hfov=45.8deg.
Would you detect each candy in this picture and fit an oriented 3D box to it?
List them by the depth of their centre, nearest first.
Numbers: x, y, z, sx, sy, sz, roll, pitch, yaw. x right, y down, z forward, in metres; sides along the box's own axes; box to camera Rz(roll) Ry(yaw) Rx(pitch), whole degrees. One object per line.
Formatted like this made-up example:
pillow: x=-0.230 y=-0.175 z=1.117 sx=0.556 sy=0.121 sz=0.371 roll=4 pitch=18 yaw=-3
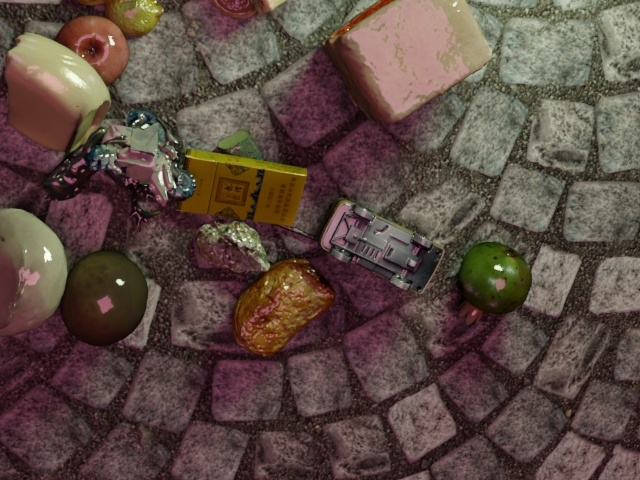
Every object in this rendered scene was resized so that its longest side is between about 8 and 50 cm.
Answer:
candy: x=-0.669 y=0.068 z=1.636 sx=0.295 sy=0.185 sz=0.296 roll=0 pitch=90 yaw=22

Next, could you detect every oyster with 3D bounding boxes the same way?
oyster: x=-0.205 y=0.015 z=1.781 sx=0.177 sy=0.064 sz=0.125 roll=3 pitch=109 yaw=0

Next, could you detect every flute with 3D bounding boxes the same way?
flute: x=0.000 y=0.000 z=1.841 sx=0.269 sy=0.014 sz=0.014 roll=21 pitch=100 yaw=-15

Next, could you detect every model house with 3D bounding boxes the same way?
model house: x=-0.182 y=-0.200 z=1.739 sx=0.078 sy=0.066 sz=0.083 roll=-34 pitch=126 yaw=-12

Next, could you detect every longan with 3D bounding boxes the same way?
longan: x=-0.482 y=0.134 z=1.696 sx=0.196 sy=0.196 sz=0.220 roll=19 pitch=102 yaw=-14

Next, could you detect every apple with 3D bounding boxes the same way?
apple: x=-0.480 y=-0.397 z=1.594 sx=0.153 sy=0.120 sz=0.154 roll=-2 pitch=104 yaw=-10

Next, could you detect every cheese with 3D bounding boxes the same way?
cheese: x=-0.557 y=-0.298 z=1.542 sx=0.233 sy=0.266 sz=0.127 roll=32 pitch=58 yaw=-11

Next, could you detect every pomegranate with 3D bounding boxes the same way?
pomegranate: x=0.415 y=0.115 z=1.875 sx=0.186 sy=0.187 sz=0.225 roll=19 pitch=125 yaw=-14

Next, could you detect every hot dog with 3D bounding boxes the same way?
hot dog: x=-0.096 y=0.157 z=1.816 sx=0.259 sy=0.114 sz=0.175 roll=-40 pitch=112 yaw=2

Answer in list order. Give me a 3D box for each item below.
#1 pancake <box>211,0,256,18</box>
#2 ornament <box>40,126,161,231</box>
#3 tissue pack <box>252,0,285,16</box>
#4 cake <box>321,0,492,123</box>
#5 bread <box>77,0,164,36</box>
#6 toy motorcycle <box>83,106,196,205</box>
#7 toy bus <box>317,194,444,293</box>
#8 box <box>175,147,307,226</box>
pancake: x=-0.179 y=-0.555 z=1.659 sx=0.139 sy=0.022 sz=0.140 roll=-3 pitch=105 yaw=-11
ornament: x=-0.476 y=-0.104 z=1.692 sx=0.202 sy=0.080 sz=0.236 roll=-45 pitch=108 yaw=-1
tissue pack: x=-0.114 y=-0.601 z=1.608 sx=0.148 sy=0.092 sz=0.196 roll=-39 pitch=107 yaw=-19
cake: x=0.184 y=-0.419 z=1.655 sx=0.308 sy=0.237 sz=0.230 roll=-35 pitch=104 yaw=2
bread: x=-0.427 y=-0.510 z=1.607 sx=0.187 sy=0.065 sz=0.150 roll=3 pitch=109 yaw=-13
toy motorcycle: x=-0.398 y=-0.166 z=1.613 sx=0.204 sy=0.239 sz=0.108 roll=-24 pitch=148 yaw=-33
toy bus: x=0.133 y=0.004 z=1.793 sx=0.289 sy=0.157 sz=0.140 roll=23 pitch=98 yaw=-16
box: x=-0.181 y=-0.119 z=1.736 sx=0.278 sy=0.041 sz=0.153 roll=8 pitch=129 yaw=-13
